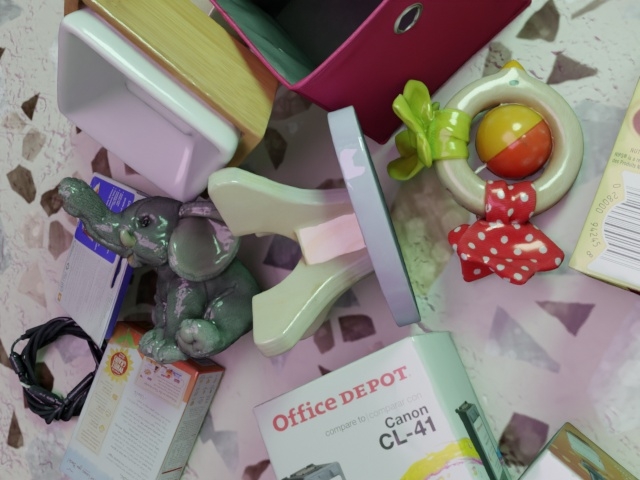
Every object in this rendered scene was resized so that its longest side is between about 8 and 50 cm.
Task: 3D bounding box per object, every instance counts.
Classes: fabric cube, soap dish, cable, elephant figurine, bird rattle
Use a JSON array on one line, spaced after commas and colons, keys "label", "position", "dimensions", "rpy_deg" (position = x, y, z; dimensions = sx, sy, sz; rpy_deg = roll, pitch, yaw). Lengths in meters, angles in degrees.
[{"label": "fabric cube", "position": [0.039, -0.298, 0.798], "dimensions": [0.254, 0.258, 0.259], "rpy_deg": [-44, 69, 15]}, {"label": "soap dish", "position": [-0.178, -0.165, 0.812], "dimensions": [0.229, 0.291, 0.118], "rpy_deg": [38, 71, -10]}, {"label": "cable", "position": [-0.381, 0.191, 1.065], "dimensions": [0.184, 0.047, 0.150], "rpy_deg": [-17, 81, 22]}, {"label": "elephant figurine", "position": [-0.169, 0.015, 0.871], "dimensions": [0.169, 0.186, 0.239], "rpy_deg": [-10, 100, 24]}, {"label": "bird rattle", "position": [0.192, -0.084, 0.785], "dimensions": [0.207, 0.143, 0.253], "rpy_deg": [-39, 73, 0]}]

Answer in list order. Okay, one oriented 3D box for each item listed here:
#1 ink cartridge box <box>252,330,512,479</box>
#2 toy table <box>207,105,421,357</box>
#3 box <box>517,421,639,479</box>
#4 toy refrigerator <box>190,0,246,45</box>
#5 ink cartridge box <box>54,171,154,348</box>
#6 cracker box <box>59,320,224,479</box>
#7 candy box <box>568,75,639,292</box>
[{"label": "ink cartridge box", "position": [0.087, 0.282, 0.793], "dimensions": [0.226, 0.131, 0.306], "rpy_deg": [-28, 76, 20]}, {"label": "toy table", "position": [0.000, 0.000, 0.780], "dimensions": [0.161, 0.252, 0.274], "rpy_deg": [-18, 119, 8]}, {"label": "box", "position": [0.254, 0.262, 0.693], "dimensions": [0.130, 0.170, 0.091], "rpy_deg": [40, 102, 22]}, {"label": "toy refrigerator", "position": [-0.158, -0.298, 0.983], "dimensions": [0.102, 0.094, 0.269], "rpy_deg": [40, 101, 30]}, {"label": "ink cartridge box", "position": [-0.292, 0.023, 0.997], "dimensions": [0.208, 0.045, 0.206], "rpy_deg": [23, 95, 52]}, {"label": "cracker box", "position": [-0.247, 0.246, 0.986], "dimensions": [0.156, 0.067, 0.232], "rpy_deg": [26, 95, 26]}, {"label": "candy box", "position": [0.337, -0.103, 0.680], "dimensions": [0.087, 0.183, 0.316], "rpy_deg": [22, 95, 24]}]
